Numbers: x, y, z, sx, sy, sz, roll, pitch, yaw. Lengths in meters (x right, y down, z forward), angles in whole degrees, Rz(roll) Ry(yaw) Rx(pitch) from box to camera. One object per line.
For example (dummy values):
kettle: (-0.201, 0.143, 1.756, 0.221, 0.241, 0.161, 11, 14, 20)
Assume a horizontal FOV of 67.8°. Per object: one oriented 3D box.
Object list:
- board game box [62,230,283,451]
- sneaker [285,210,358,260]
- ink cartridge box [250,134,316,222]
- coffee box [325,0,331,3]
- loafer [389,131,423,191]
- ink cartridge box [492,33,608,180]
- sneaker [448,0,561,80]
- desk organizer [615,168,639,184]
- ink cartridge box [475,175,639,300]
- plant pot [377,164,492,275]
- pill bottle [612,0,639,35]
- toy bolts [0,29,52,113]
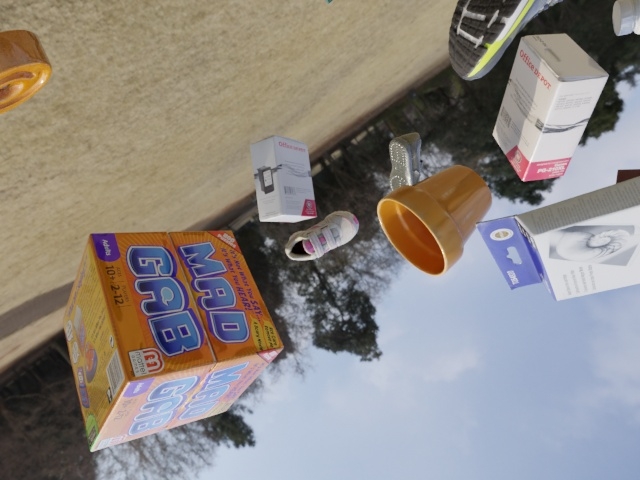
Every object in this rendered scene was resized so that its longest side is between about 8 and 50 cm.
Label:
board game box: (-0.376, 0.225, 1.162, 0.356, 0.357, 0.357, -3, 143, -41)
sneaker: (0.000, 0.000, 1.417, 0.252, 0.103, 0.111, -28, -169, 24)
ink cartridge box: (-0.070, -0.115, 0.914, 0.063, 0.151, 0.109, -11, 174, 33)
coffee box: (0.057, -0.699, 1.184, 0.184, 0.113, 0.041, -37, -133, 13)
loafer: (0.250, -0.196, 1.321, 0.087, 0.094, 0.251, -37, 149, -16)
ink cartridge box: (0.455, -0.270, 0.972, 0.100, 0.237, 0.172, -7, -131, -4)
sneaker: (0.280, -0.325, 0.585, 0.300, 0.121, 0.111, -54, -143, 23)
desk organizer: (0.737, -0.104, 1.141, 0.050, 0.047, 0.130, 5, -101, 43)
ink cartridge box: (0.352, 0.015, 0.646, 0.223, 0.223, 0.045, -18, -127, 26)
plant pot: (0.260, -0.059, 1.032, 0.187, 0.205, 0.205, -37, -174, -15)
pill bottle: (0.642, -0.441, 0.907, 0.137, 0.078, 0.078, -6, -161, 20)
toy bolts: (-0.383, -0.152, 0.416, 0.218, 0.159, 0.228, -43, -165, -28)
